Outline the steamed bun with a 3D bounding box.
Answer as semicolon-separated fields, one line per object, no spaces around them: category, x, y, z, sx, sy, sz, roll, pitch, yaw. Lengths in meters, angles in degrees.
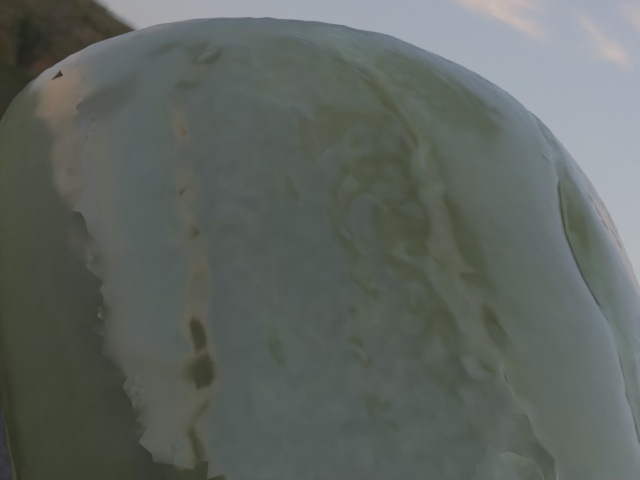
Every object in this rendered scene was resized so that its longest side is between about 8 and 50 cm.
steamed bun;0.023;0.069;0.489;0.273;0.272;0.290;113;-40;-65
